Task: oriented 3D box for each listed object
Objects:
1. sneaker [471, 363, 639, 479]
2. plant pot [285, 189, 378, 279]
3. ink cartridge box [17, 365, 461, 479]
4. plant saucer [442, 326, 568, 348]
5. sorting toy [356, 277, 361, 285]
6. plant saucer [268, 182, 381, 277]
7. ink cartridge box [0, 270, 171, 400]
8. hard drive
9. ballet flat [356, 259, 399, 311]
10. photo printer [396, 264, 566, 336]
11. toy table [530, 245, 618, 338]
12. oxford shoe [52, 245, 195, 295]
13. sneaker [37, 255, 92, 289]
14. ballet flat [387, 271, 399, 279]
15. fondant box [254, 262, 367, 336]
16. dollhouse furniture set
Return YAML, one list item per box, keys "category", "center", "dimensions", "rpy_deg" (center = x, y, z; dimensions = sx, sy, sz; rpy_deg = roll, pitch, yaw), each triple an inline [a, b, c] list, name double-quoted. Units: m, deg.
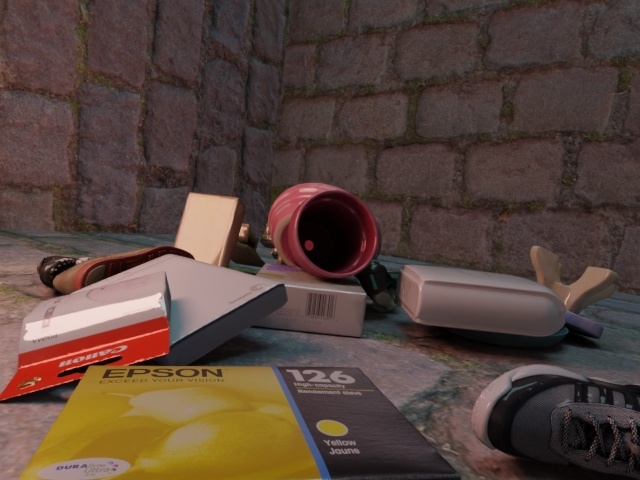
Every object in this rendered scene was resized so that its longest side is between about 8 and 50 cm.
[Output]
- category: "sneaker"
  center: [0.297, 0.194, 0.430]
  dimensions: [0.269, 0.101, 0.153]
  rpy_deg: [8, 0, -13]
- category: "plant pot"
  center: [0.006, -0.003, 1.042]
  dimensions: [0.202, 0.201, 0.180]
  rpy_deg: [5, -11, -21]
- category: "ink cartridge box"
  center: [-0.079, 0.173, 0.435]
  dimensions: [0.304, 0.072, 0.307]
  rpy_deg: [5, 6, -17]
- category: "plant saucer"
  center: [0.413, 0.201, 1.064]
  dimensions: [0.318, 0.043, 0.317]
  rpy_deg: [6, 4, 0]
- category: "sorting toy"
  center: [0.092, 0.142, 1.406]
  dimensions: [0.275, 0.046, 0.132]
  rpy_deg: [7, 3, 16]
- category: "plant saucer"
  center: [0.000, 0.000, 1.236]
  dimensions: [0.333, 0.331, 0.084]
  rpy_deg: [7, 41, 17]
- category: "ink cartridge box"
  center: [-0.302, 0.112, 0.602]
  dimensions: [0.189, 0.066, 0.232]
  rpy_deg: [-14, 9, -16]
- category: "hard drive"
  center: [-0.266, 0.105, 0.794]
  dimensions: [0.353, 0.047, 0.233]
  rpy_deg: [10, 26, 40]
- category: "ballet flat"
  center: [0.156, 0.133, 1.151]
  dimensions: [0.095, 0.096, 0.280]
  rpy_deg: [-24, -24, 14]
- category: "photo printer"
  center: [0.336, 0.124, 0.953]
  dimensions: [0.308, 0.106, 0.256]
  rpy_deg: [6, 3, 1]
- category: "toy table"
  center: [0.620, 0.135, 1.143]
  dimensions: [0.252, 0.160, 0.274]
  rpy_deg: [26, -2, -21]
- category: "oxford shoe"
  center: [-0.438, 0.071, 1.038]
  dimensions: [0.130, 0.122, 0.348]
  rpy_deg: [2, 0, 26]
- category: "sneaker"
  center: [-0.614, 0.075, 1.032]
  dimensions: [0.106, 0.078, 0.234]
  rpy_deg: [3, 0, -9]
- category: "ballet flat"
  center: [0.329, 0.147, 1.608]
  dimensions: [0.203, 0.074, 0.074]
  rpy_deg: [6, 3, 40]
- category: "fondant box"
  center: [-0.033, 0.127, 1.039]
  dimensions: [0.239, 0.096, 0.330]
  rpy_deg: [6, 2, -2]
- category: "dollhouse furniture set"
  center: [-0.293, 0.052, 1.403]
  dimensions: [0.363, 0.256, 0.394]
  rpy_deg: [8, -17, 12]
